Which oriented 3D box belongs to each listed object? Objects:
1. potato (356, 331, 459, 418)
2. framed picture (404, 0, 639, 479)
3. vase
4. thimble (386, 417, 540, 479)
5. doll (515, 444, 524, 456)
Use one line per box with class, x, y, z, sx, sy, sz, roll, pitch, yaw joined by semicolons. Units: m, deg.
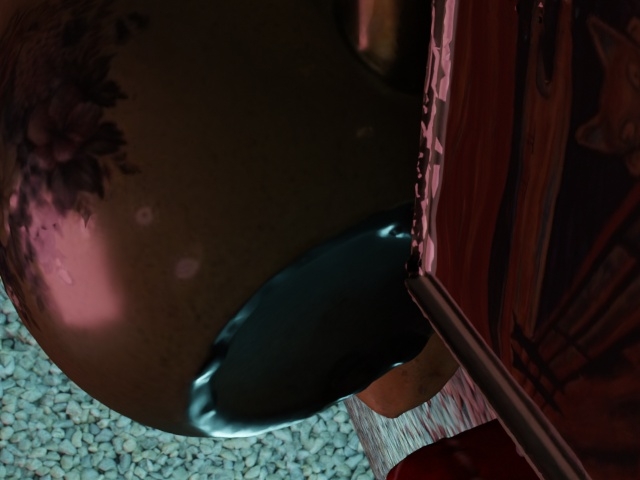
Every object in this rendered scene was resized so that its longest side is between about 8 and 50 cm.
potato;0.049;0.044;0.926;0.112;0.112;0.147;80;173;-72
framed picture;0.074;-0.018;0.360;0.273;0.016;0.216;-123;32;-62
vase;-0.050;-0.098;0.640;0.302;0.241;0.329;54;134;29
thimble;0.114;0.164;0.616;0.189;0.125;0.163;-119;9;-49
doll;0.095;0.039;0.449;0.127;0.084;0.073;57;-169;25
